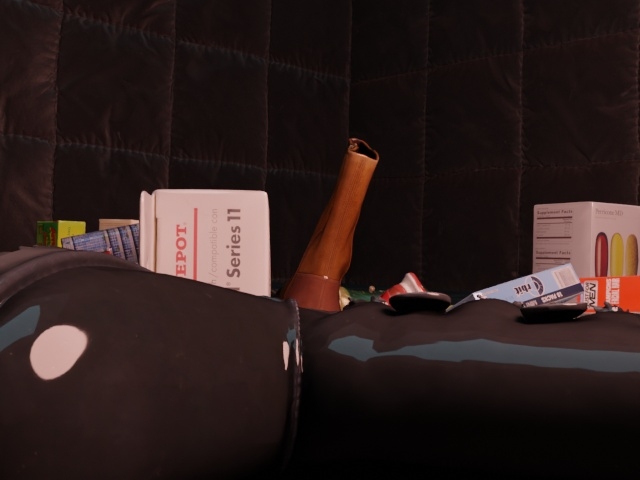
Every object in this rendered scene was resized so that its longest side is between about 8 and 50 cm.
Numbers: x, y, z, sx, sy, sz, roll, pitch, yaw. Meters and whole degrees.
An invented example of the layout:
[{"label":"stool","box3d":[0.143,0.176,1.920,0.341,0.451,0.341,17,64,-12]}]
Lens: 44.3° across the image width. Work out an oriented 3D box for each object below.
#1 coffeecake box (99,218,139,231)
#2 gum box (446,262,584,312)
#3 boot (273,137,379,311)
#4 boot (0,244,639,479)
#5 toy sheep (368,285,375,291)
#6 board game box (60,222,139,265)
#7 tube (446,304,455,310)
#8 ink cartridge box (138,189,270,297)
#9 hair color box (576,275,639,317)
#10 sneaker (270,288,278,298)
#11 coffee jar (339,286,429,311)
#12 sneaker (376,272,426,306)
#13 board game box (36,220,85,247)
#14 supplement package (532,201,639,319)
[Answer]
[{"label":"coffeecake box","box3d":[-0.265,0.064,1.192,0.068,0.186,0.142,1,-1,30]},{"label":"gum box","box3d":[0.197,0.095,0.946,0.156,0.041,0.184,-13,-19,-30]},{"label":"boot","box3d":[0.000,0.000,1.038,0.096,0.281,0.264,13,9,0]},{"label":"boot","box3d":[0.073,0.095,0.422,0.445,0.146,0.367,6,2,13]},{"label":"toy sheep","box3d":[0.100,0.125,1.294,0.132,0.091,0.091,12,-3,-10]},{"label":"board game box","box3d":[-0.284,0.081,1.071,0.194,0.194,0.060,-13,3,-20]},{"label":"tube","box3d":[0.205,0.142,1.131,0.070,0.062,0.240,-38,2,7]},{"label":"ink cartridge box","box3d":[-0.114,0.052,0.862,0.119,0.207,0.353,0,0,-3]},{"label":"hair color box","box3d":[0.419,0.082,0.992,0.167,0.053,0.093,-5,-26,31]},{"label":"sneaker","box3d":[-0.063,0.115,1.233,0.124,0.107,0.283,7,0,8]},{"label":"coffee jar","box3d":[0.076,0.119,1.207,0.184,0.096,0.079,2,-4,-11]},{"label":"sneaker","box3d":[0.080,0.122,1.062,0.128,0.087,0.221,-28,-27,-8]},{"label":"board game box","box3d":[-0.397,0.062,1.192,0.043,0.181,0.092,2,-1,-39]},{"label":"supplement package","box3d":[0.468,0.058,1.387,0.139,0.244,0.134,2,-1,-31]}]
